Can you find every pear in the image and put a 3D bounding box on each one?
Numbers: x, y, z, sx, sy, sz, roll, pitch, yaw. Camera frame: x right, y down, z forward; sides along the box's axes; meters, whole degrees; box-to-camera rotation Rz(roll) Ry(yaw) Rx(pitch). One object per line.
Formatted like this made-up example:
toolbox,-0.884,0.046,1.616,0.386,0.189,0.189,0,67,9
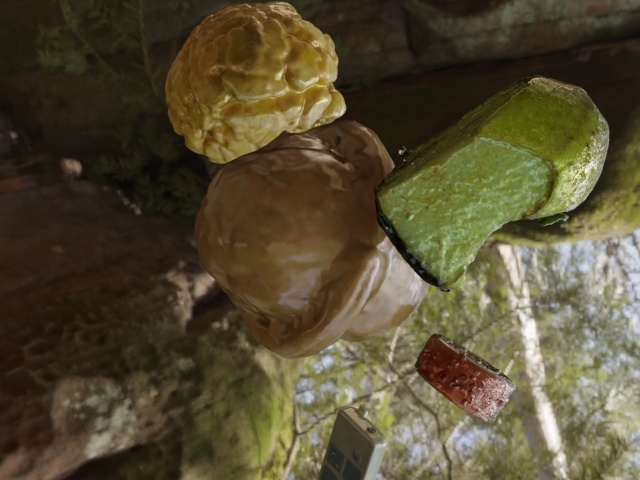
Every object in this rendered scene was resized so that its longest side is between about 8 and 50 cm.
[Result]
pear,0.210,-0.083,0.954,0.255,0.164,0.238,-35,-173,23

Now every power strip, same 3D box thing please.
power strip,0.055,0.452,1.594,0.046,0.270,0.118,-1,-153,-36

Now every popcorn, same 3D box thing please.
popcorn,-0.154,-0.355,1.795,0.390,0.344,0.354,-15,169,-5

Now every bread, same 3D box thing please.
bread,0.222,0.210,1.263,0.073,0.160,0.160,-55,-147,4

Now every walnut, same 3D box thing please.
walnut,0.001,0.001,1.240,0.383,0.383,0.383,-11,-152,6
